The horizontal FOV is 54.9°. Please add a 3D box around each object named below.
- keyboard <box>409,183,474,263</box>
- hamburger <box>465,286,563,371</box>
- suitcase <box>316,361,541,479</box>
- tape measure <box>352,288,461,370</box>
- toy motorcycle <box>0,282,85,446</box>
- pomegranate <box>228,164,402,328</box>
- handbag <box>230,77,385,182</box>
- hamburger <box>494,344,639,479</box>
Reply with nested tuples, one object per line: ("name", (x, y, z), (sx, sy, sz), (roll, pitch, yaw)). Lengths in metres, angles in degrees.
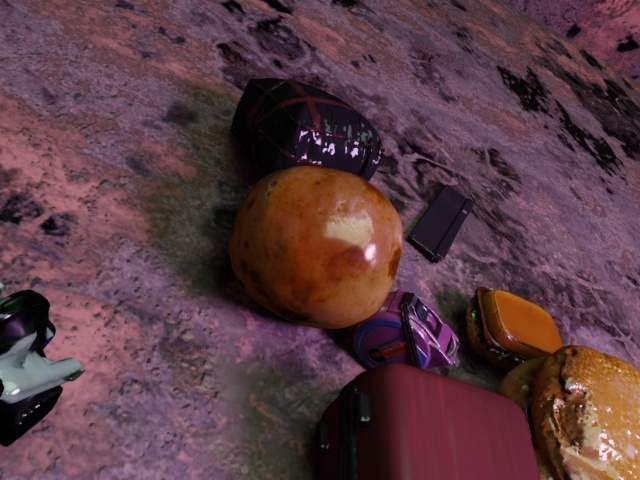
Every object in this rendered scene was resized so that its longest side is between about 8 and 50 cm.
("keyboard", (0.224, -0.035, 1.129), (0.072, 0.023, 0.231), (36, 39, 5))
("hamburger", (0.301, 0.146, 0.974), (0.165, 0.087, 0.137), (25, 42, -20))
("suitcase", (0.117, 0.295, 0.639), (0.236, 0.161, 0.297), (21, 43, -21))
("tape measure", (0.107, 0.129, 0.817), (0.125, 0.118, 0.074), (54, 37, -12))
("toy motorcycle", (-0.327, 0.140, 0.430), (0.125, 0.196, 0.331), (44, 28, 3))
("pomegranate", (0.000, 0.000, 0.771), (0.215, 0.215, 0.216), (21, 44, -22))
("handbag", (-0.029, -0.150, 0.914), (0.169, 0.155, 0.215), (16, 20, -33))
("hamburger", (0.365, 0.293, 0.824), (0.314, 0.170, 0.290), (21, 47, -24))
